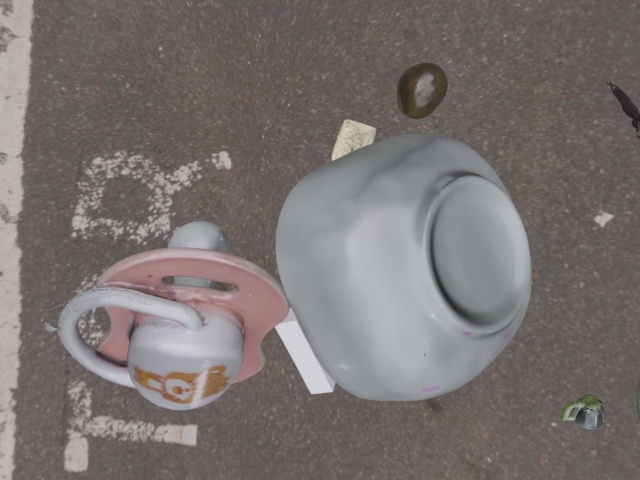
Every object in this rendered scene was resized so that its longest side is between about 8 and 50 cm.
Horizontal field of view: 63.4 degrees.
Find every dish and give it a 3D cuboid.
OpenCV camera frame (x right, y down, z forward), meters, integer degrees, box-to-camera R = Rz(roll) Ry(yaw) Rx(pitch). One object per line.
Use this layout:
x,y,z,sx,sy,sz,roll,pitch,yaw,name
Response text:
0.097,0.017,0.461,0.257,0.117,0.255,6,79,-32,dish

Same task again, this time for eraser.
-0.043,0.346,1.620,0.078,0.076,0.298,-14,116,22,eraser

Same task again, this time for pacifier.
-0.176,0.102,0.703,0.221,0.273,0.332,35,137,11,pacifier

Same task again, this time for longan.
0.333,-0.494,1.717,0.168,0.167,0.187,8,123,-8,longan

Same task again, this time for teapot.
0.833,0.536,1.627,0.124,0.092,0.090,-24,125,-21,teapot

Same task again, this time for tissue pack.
0.111,-0.302,1.817,0.125,0.234,0.159,17,83,3,tissue pack

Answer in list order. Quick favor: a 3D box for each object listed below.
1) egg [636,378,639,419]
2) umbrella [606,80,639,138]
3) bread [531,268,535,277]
0.817,0.372,1.129,0.221,0.220,0.269,-17,84,-3,egg
0.330,-0.134,0.544,0.149,0.022,0.022,19,87,-46,umbrella
0.488,0.059,1.324,0.082,0.113,0.060,9,139,-34,bread
